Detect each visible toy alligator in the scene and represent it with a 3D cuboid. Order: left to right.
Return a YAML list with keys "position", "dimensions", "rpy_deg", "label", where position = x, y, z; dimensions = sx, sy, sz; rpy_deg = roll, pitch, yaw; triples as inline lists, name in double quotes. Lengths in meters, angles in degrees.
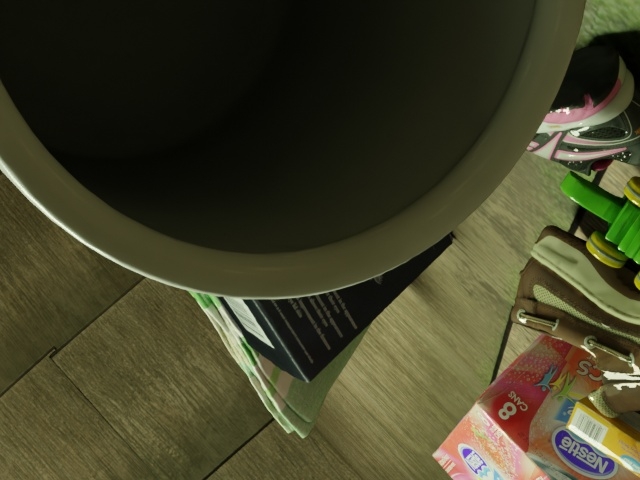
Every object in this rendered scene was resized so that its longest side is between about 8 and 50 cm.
- position: [0.236, 0.013, 0.765]
  dimensions: [0.190, 0.056, 0.051]
  rpy_deg: [40, -153, 24]
  label: "toy alligator"

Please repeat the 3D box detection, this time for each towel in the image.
- position: [-0.036, 0.015, 1.244]
  dimensions: [0.038, 0.248, 0.325]
  rpy_deg: [4, 138, 38]
  label: "towel"

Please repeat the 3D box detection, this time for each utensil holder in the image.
- position: [-0.083, -0.165, 0.711]
  dimensions: [0.327, 0.328, 0.385]
  rpy_deg: [55, 168, -21]
  label: "utensil holder"

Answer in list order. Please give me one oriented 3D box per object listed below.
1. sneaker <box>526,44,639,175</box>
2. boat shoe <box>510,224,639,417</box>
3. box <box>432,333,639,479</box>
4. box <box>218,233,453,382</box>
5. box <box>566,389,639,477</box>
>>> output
- position: [0.149, -0.072, 0.763]
  dimensions: [0.077, 0.072, 0.178]
  rpy_deg: [43, 175, -19]
  label: "sneaker"
- position: [0.229, 0.085, 0.827]
  dimensions: [0.095, 0.095, 0.257]
  rpy_deg: [24, -170, -37]
  label: "boat shoe"
- position: [0.214, 0.180, 1.078]
  dimensions: [0.154, 0.142, 0.300]
  rpy_deg: [47, 166, 12]
  label: "box"
- position: [0.000, 0.000, 1.123]
  dimensions: [0.108, 0.207, 0.153]
  rpy_deg: [27, 154, 49]
  label: "box"
- position: [0.250, 0.131, 0.880]
  dimensions: [0.081, 0.136, 0.028]
  rpy_deg: [34, 118, 32]
  label: "box"
